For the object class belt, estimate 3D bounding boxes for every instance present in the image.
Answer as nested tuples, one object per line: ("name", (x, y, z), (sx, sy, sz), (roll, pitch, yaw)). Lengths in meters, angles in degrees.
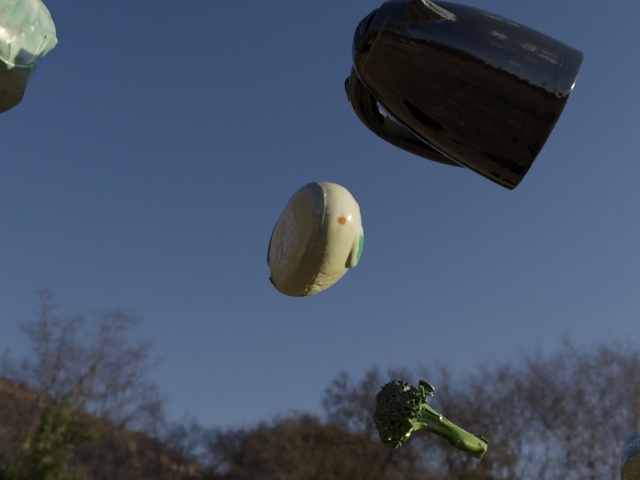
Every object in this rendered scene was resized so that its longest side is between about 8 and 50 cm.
("belt", (-0.486, -0.273, 1.446), (0.258, 0.150, 0.207), (6, -32, 4))

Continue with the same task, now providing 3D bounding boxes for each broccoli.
("broccoli", (0.183, 0.306, 1.814), (0.204, 0.122, 0.118), (24, -7, -1))

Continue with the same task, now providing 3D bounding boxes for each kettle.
("kettle", (0.170, -0.202, 1.498), (0.290, 0.207, 0.268), (25, -37, 1))

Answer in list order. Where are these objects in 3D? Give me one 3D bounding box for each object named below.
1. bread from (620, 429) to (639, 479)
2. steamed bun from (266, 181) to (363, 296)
("bread", (0.425, 0.274, 1.269), (0.148, 0.133, 0.141), (-14, -3, 16))
("steamed bun", (0.000, 0.000, 1.912), (0.131, 0.177, 0.228), (13, -47, -23))
